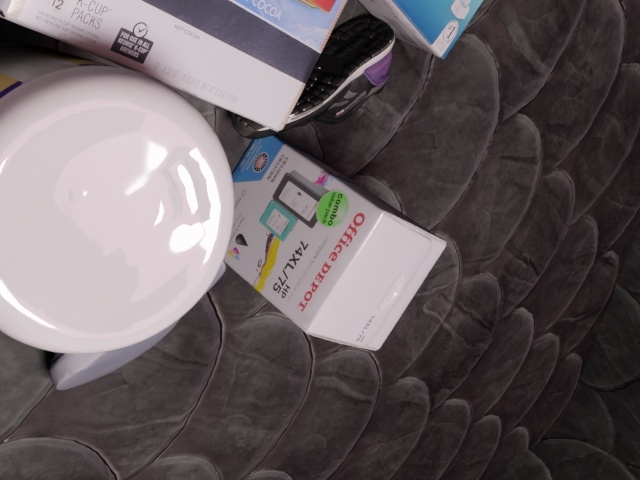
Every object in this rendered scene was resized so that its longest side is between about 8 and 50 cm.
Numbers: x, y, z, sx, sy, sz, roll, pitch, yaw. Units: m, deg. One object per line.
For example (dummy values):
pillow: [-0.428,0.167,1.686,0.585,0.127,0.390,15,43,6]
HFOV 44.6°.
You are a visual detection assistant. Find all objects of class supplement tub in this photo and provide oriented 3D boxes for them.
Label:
supplement tub: [-0.258,-0.058,0.737,0.241,0.331,0.240,-14,114,-33]

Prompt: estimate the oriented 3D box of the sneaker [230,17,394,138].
sneaker: [0.001,-0.202,1.137,0.283,0.107,0.124,-35,147,-22]

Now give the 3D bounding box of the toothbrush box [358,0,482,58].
toothbrush box: [0.170,-0.444,1.095,0.295,0.126,0.216,-56,143,6]

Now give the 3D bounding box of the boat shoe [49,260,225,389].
boat shoe: [-0.275,0.062,1.032,0.136,0.156,0.367,-14,158,-47]

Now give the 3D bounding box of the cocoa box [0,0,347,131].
cocoa box: [-0.162,-0.292,0.766,0.347,0.231,0.227,15,107,-52]

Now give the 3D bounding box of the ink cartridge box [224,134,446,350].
ink cartridge box: [0.000,0.000,1.157,0.197,0.270,0.198,23,101,-53]
